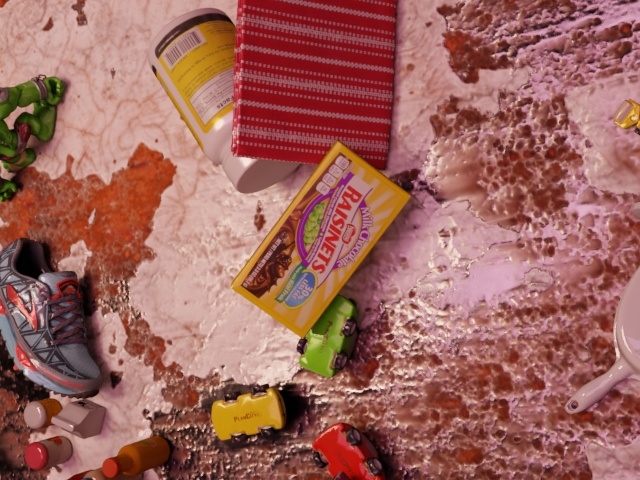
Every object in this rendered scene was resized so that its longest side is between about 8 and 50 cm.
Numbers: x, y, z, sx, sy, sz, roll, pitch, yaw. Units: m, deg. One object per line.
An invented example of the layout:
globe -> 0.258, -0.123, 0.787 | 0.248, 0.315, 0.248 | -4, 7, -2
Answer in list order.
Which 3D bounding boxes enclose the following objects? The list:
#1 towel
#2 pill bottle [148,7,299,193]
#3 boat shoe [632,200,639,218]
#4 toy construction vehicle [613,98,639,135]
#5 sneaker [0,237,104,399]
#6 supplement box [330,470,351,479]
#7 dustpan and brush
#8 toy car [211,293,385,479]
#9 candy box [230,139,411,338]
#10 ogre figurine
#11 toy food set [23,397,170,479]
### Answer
towel -> -0.005, -0.223, 0.968 | 0.031, 0.198, 0.275 | -176, 89, -66
pill bottle -> -0.112, -0.168, 1.037 | 0.119, 0.119, 0.208 | -38, 74, 20
boat shoe -> 0.367, -0.033, 0.855 | 0.100, 0.035, 0.035 | 8, 65, 29
toy construction vehicle -> 0.356, -0.125, 0.862 | 0.098, 0.035, 0.086 | 37, 115, 24
sneaker -> -0.375, 0.100, 1.169 | 0.262, 0.104, 0.125 | 46, 106, 19
supplement box -> -0.020, 0.359, 0.959 | 0.081, 0.104, 0.188 | 44, 125, 7
dustpan and brush -> 0.329, 0.110, 0.862 | 0.211, 0.060, 0.147 | -40, 62, 13
toy car -> -0.001, 0.170, 1.015 | 0.239, 0.053, 0.225 | 20, 97, 24
candy box -> 0.000, 0.000, 0.962 | 0.105, 0.027, 0.206 | 35, 96, -9
ogre figurine -> -0.444, -0.148, 1.197 | 0.197, 0.118, 0.097 | -38, 74, 20
toy food set -> -0.329, 0.286, 1.141 | 0.232, 0.104, 0.111 | 16, 96, 25
